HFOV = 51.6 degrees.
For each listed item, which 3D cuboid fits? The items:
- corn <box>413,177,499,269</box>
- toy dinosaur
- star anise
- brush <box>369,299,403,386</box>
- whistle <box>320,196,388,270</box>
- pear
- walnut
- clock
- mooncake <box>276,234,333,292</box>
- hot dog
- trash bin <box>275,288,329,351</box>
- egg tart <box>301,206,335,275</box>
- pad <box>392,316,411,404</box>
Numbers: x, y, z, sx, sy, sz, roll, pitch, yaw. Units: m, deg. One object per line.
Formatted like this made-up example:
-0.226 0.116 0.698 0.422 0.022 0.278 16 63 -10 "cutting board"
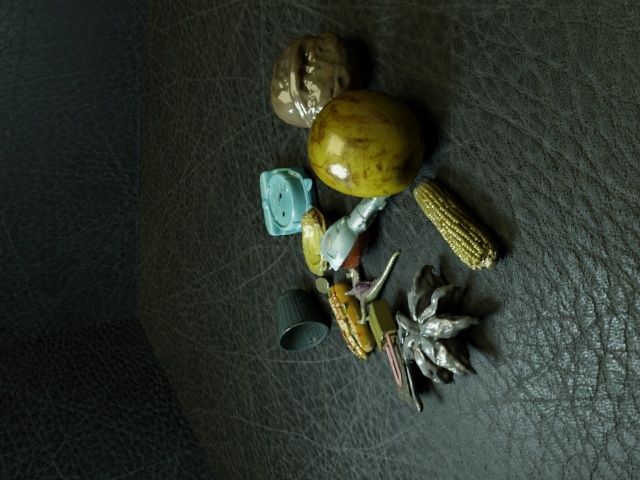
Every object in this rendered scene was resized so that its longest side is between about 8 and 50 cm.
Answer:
0.305 -0.039 1.511 0.288 0.086 0.087 56 142 38 "corn"
0.138 0.133 1.864 0.251 0.072 0.200 169 102 -70 "toy dinosaur"
0.266 0.238 1.598 0.316 0.139 0.360 148 114 -67 "star anise"
0.182 0.276 1.733 0.103 0.047 0.233 88 168 -48 "brush"
0.103 -0.036 1.822 0.133 0.142 0.346 41 126 9 "whistle"
0.113 -0.233 1.604 0.280 0.280 0.281 24 118 55 "pear"
-0.010 -0.427 1.797 0.227 0.273 0.273 64 -168 -81 "walnut"
-0.101 -0.133 2.169 0.274 0.094 0.224 -6 94 61 "clock"
-0.069 0.071 2.208 0.150 0.057 0.347 -57 46 33 "mooncake"
0.087 0.241 1.972 0.104 0.076 0.250 -52 52 51 "hot dog"
-0.076 0.256 2.183 0.175 0.175 0.161 113 147 -43 "trash bin"
0.002 -0.001 2.011 0.212 0.090 0.213 173 90 -74 "egg tart"
0.207 0.320 1.798 0.158 0.003 0.235 143 116 -82 "pad"
